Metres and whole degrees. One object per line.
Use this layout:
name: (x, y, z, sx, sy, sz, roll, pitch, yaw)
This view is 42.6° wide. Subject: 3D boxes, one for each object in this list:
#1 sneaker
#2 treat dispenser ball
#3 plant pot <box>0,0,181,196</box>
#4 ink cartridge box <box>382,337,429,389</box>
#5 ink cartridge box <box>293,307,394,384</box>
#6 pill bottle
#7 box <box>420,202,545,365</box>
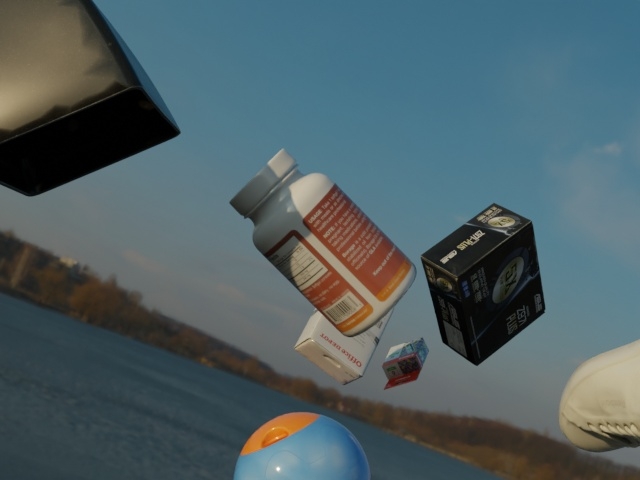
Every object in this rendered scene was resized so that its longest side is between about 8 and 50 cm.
sneaker: (0.322, 0.172, 0.814, 0.106, 0.123, 0.290, 21, -36, -4)
treat dispenser ball: (-0.037, 0.503, 1.704, 0.288, 0.288, 0.288, 20, -10, 4)
plant pot: (-0.278, -0.169, 0.848, 0.187, 0.167, 0.188, -23, -6, 0)
ink cartridge box: (0.137, 0.202, 1.358, 0.063, 0.029, 0.115, -22, 9, 22)
ink cartridge box: (0.051, 0.181, 1.710, 0.140, 0.190, 0.082, 39, -36, -11)
pill bottle: (0.000, 0.000, 0.966, 0.216, 0.121, 0.121, 46, -14, -6)
box: (0.238, 0.064, 1.182, 0.077, 0.147, 0.180, 34, -30, 48)
